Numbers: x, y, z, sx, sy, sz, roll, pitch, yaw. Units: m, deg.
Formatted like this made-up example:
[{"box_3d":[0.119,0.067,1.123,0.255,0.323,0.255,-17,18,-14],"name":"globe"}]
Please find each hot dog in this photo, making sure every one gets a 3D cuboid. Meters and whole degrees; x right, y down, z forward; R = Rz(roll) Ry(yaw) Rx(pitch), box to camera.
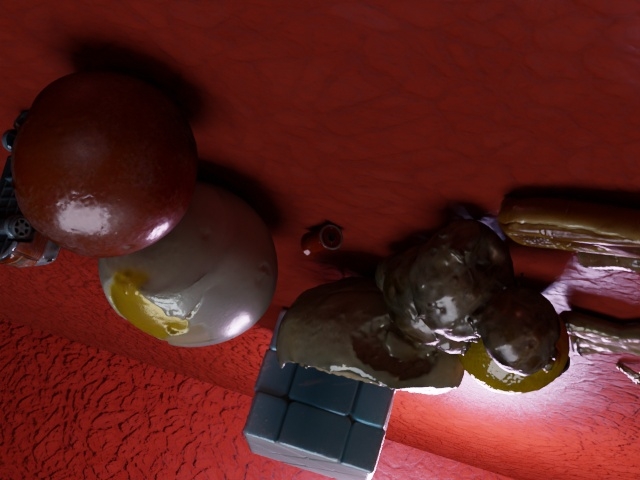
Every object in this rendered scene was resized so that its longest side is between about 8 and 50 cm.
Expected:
[{"box_3d":[0.359,-0.023,1.265,0.250,0.068,0.100,8,168,32],"name":"hot dog"}]

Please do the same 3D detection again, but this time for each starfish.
[{"box_3d":[0.681,0.277,1.825,0.210,0.053,0.150,17,148,13],"name":"starfish"}]

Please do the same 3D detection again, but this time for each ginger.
[{"box_3d":[0.207,0.088,1.495,0.256,0.176,0.375,58,158,-14],"name":"ginger"}]

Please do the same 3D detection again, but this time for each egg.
[{"box_3d":[-0.214,0.044,1.608,0.283,0.282,0.345,8,166,26],"name":"egg"}]

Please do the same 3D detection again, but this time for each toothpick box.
[{"box_3d":[0.000,0.000,1.650,0.047,0.047,0.083,26,159,-22],"name":"toothpick box"}]

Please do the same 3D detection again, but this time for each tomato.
[{"box_3d":[-0.293,-0.108,1.316,0.265,0.264,0.265,16,160,6],"name":"tomato"}]

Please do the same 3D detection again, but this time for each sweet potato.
[{"box_3d":[0.485,0.016,1.267,0.281,0.067,0.059,-1,109,40],"name":"sweet potato"}]

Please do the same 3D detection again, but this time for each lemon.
[{"box_3d":[0.333,0.176,1.625,0.187,0.186,0.244,28,172,-25],"name":"lemon"}]

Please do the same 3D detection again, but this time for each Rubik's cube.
[{"box_3d":[0.014,0.387,2.255,0.322,0.315,0.318,17,160,6],"name":"Rubik's cube"}]

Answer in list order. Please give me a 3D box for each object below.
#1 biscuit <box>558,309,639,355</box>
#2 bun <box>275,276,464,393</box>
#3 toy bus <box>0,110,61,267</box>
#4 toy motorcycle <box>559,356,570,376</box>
[{"box_3d":[0.535,0.172,1.651,0.208,0.047,0.164,5,157,31],"name":"biscuit"},{"box_3d":[0.100,0.173,1.783,0.365,0.202,0.364,10,172,1],"name":"bun"},{"box_3d":[-0.467,-0.078,1.537,0.121,0.264,0.120,0,161,39],"name":"toy bus"},{"box_3d":[0.407,0.218,1.834,0.123,0.080,0.215,-5,146,46],"name":"toy motorcycle"}]
